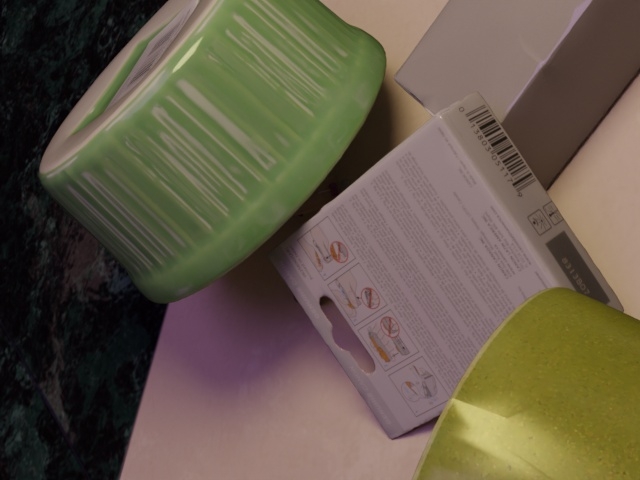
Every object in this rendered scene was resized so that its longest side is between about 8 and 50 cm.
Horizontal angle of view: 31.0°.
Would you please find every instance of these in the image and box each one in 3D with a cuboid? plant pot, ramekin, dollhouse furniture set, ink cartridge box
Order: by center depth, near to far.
[{"bbox_3d":[0.221,0.196,0.597,0.293,0.274,0.275,17,86,30],"label":"plant pot"},{"bbox_3d":[0.084,0.027,0.865,0.189,0.066,0.232,56,141,4],"label":"ink cartridge box"},{"bbox_3d":[-0.102,-0.108,0.996,0.303,0.148,0.303,-40,22,19],"label":"ramekin"},{"bbox_3d":[0.000,0.000,1.044,0.081,0.091,0.114,-18,81,-6],"label":"dollhouse furniture set"}]

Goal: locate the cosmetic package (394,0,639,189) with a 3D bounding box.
[{"bbox_3d":[0.180,-0.172,0.872,0.238,0.107,0.127,-55,45,17],"label":"cosmetic package"}]
